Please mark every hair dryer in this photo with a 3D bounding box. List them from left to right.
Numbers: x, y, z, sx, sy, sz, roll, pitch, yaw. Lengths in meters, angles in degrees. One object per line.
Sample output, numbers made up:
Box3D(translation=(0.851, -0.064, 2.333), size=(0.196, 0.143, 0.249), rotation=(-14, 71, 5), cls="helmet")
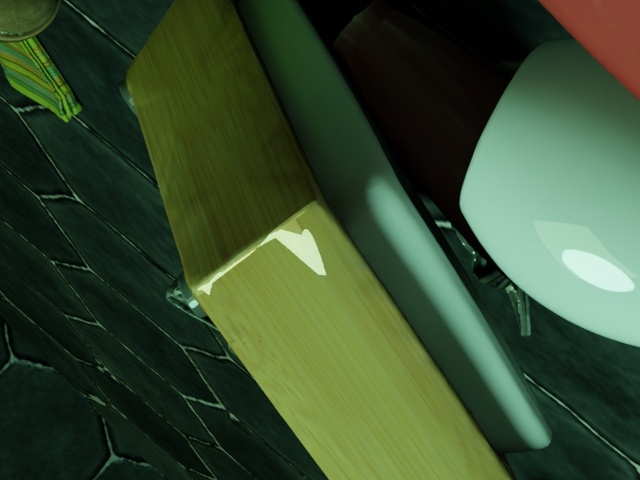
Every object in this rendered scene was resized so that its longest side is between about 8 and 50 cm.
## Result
Box3D(translation=(0.092, -0.012, 0.956), size=(0.223, 0.080, 0.293), rotation=(24, 155, 50), cls="hair dryer")

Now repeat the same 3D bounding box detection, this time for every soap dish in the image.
Box3D(translation=(0.000, 0.000, 0.943), size=(0.229, 0.118, 0.291), rotation=(56, -174, -33), cls="soap dish")

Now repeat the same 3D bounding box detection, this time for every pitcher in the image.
Box3D(translation=(0.173, -0.021, 0.716), size=(0.207, 0.125, 0.178), rotation=(27, 140, 13), cls="pitcher")

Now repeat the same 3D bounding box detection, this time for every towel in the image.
Box3D(translation=(-0.286, -0.196, 1.459), size=(0.102, 0.021, 0.237), rotation=(28, 158, 38), cls="towel")

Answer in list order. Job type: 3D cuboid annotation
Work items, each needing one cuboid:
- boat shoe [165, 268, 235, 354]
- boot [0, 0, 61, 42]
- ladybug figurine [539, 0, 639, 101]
Box3D(translation=(-0.046, 0.082, 1.525), size=(0.219, 0.070, 0.078), rotation=(30, 160, 35), cls="boat shoe")
Box3D(translation=(-0.264, -0.254, 1.133), size=(0.115, 0.112, 0.305), rotation=(0, 134, 51), cls="boot")
Box3D(translation=(0.106, -0.155, 0.413), size=(0.449, 0.162, 0.305), rotation=(49, 163, -21), cls="ladybug figurine")
